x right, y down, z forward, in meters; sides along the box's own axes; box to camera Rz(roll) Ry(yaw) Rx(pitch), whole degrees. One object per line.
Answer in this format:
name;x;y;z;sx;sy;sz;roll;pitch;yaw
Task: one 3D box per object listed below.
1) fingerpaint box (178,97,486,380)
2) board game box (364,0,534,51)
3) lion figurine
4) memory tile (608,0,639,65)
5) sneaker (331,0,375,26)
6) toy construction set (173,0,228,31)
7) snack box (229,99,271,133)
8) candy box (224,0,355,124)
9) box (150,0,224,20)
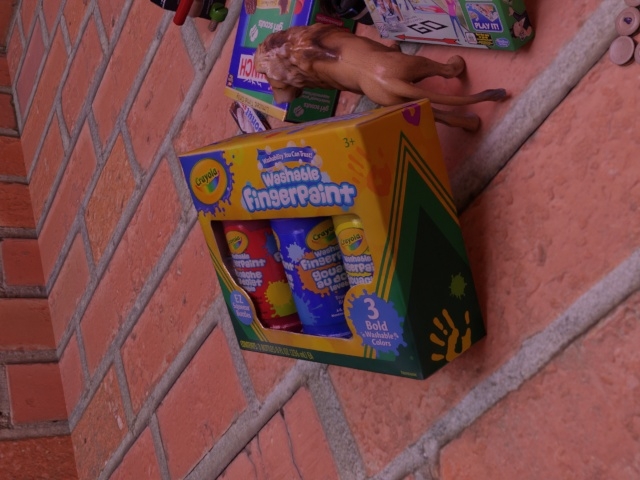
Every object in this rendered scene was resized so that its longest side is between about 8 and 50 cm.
fingerpaint box;0.000;0.000;1.229;0.445;0.163;0.371;0;110;49
board game box;0.162;-0.399;1.174;0.317;0.046;0.213;25;152;53
lion figurine;0.076;-0.266;1.226;0.392;0.240;0.142;20;103;53
memory tile;0.414;-0.285;0.947;0.113;0.012;0.148;24;107;53
sneaker;0.088;-0.482;1.332;0.079;0.121;0.216;42;121;47
toy construction set;-0.211;-0.611;1.612;0.237;0.257;0.308;-52;23;44
snack box;-0.158;-0.269;1.745;0.064;0.022;0.178;-61;42;29
candy box;-0.058;-0.405;1.532;0.268;0.122;0.317;31;113;51
box;-0.310;-0.628;1.876;0.093;0.158;0.156;39;117;49
